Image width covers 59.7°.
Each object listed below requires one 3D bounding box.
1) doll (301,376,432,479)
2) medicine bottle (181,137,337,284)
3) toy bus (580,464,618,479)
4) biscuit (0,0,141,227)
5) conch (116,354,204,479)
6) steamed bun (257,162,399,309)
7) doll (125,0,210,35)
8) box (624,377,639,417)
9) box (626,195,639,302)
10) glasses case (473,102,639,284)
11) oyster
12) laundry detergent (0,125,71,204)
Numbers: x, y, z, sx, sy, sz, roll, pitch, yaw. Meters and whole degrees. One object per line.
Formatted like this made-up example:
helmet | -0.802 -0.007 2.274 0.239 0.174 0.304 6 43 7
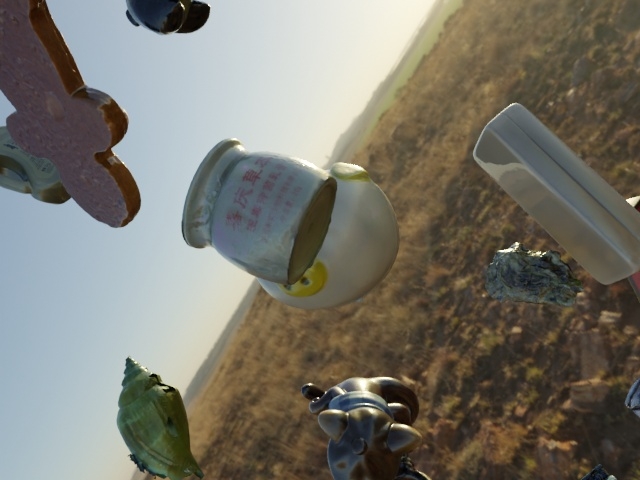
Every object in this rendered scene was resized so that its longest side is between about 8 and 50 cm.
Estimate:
doll | 0.100 0.427 1.221 0.340 0.318 0.209 -77 3 -84
medicine bottle | -0.070 -0.035 0.656 0.147 0.143 0.147 22 -90 -78
toy bus | 0.574 0.543 1.048 0.098 0.114 0.201 -39 47 -2
biscuit | -0.310 -0.155 0.661 0.206 0.323 0.049 -3 33 36
conch | -0.238 0.253 0.790 0.200 0.095 0.079 57 139 39
steamed bun | 0.003 -0.001 1.316 0.374 0.334 0.334 -21 25 31
doll | -0.262 -0.474 0.979 0.234 0.135 0.143 -65 -3 22
box | 0.550 0.235 0.635 0.190 0.370 0.112 -46 -9 -21
box | 0.837 0.023 1.452 0.153 0.239 0.074 -33 6 -33
glasses case | 0.412 -0.078 0.957 0.076 0.336 0.144 -39 -13 -7
oyster | 0.359 0.056 0.932 0.053 0.166 0.108 40 -115 -49
laundry detergent | -0.650 -0.172 1.209 0.181 0.254 0.091 -75 5 -48
